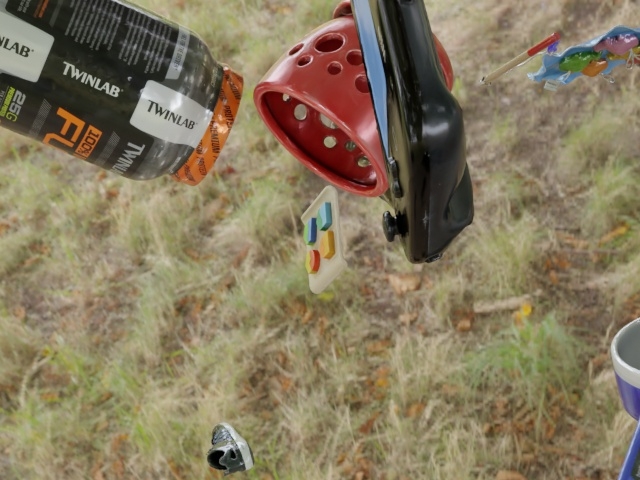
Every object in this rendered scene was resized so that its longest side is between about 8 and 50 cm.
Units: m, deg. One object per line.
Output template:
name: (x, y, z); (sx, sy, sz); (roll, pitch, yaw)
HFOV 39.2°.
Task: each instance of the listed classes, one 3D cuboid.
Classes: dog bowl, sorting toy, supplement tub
dog bowl: (0.625, 0.209, 1.493); (0.265, 0.104, 0.265); (-14, 18, 4)
sorting toy: (0.000, 0.000, 2.152); (0.038, 0.193, 0.208); (2, 65, -24)
supplement tub: (-0.280, -0.204, 1.108); (0.338, 0.207, 0.207); (22, 46, -20)

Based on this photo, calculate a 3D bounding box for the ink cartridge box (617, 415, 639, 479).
ink cartridge box: (0.276, 0.179, 0.385); (0.311, 0.065, 0.186); (20, 41, 22)

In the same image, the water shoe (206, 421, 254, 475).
water shoe: (-0.210, 0.440, 1.908); (0.080, 0.073, 0.203); (-17, 9, -24)

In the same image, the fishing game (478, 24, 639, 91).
fishing game: (0.304, -0.185, 0.927); (0.264, 0.189, 0.041); (-10, 85, -23)

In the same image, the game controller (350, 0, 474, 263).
game controller: (0.045, -0.147, 0.619); (0.067, 0.166, 0.319); (-14, 59, 8)

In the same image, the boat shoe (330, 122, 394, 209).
boat shoe: (0.104, -0.096, 1.266); (0.080, 0.073, 0.223); (-45, 70, 1)

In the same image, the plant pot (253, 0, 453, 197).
plant pot: (0.046, -0.173, 1.035); (0.191, 0.191, 0.174); (30, 75, 32)
